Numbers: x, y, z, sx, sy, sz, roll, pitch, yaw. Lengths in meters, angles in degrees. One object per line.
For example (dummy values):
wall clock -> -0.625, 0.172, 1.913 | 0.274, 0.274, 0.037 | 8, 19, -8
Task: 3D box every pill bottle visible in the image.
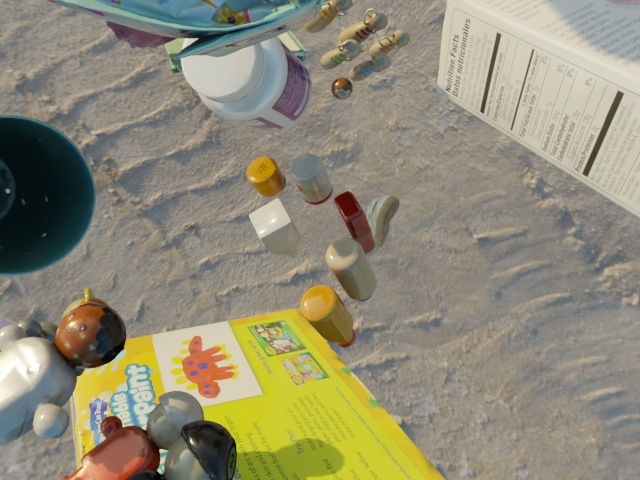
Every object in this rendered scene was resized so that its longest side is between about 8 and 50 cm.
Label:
pill bottle -> -0.126, -0.294, 0.929 | 0.170, 0.301, 0.169 | 1, 96, 11

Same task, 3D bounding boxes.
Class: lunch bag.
lunch bag -> -0.122, -0.259, 0.488 | 0.263, 0.223, 0.160 | 17, 109, -5

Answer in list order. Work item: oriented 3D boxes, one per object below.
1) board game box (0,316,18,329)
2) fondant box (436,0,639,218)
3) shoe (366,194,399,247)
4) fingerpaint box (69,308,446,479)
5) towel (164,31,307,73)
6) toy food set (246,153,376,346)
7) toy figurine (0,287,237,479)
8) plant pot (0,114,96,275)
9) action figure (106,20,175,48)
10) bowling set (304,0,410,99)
board game box -> -0.778, 0.223, 1.215 | 0.318, 0.319, 0.065 | 25, 64, -15
fondant box -> 0.290, -0.122, 0.383 | 0.238, 0.330, 0.096 | -29, 144, -19
shoe -> 0.110, -0.039, 1.027 | 0.058, 0.219, 0.076 | 29, 76, 10
fingerpaint box -> -0.106, 0.291, 0.667 | 0.372, 0.445, 0.163 | -7, 116, -29
towel -> -0.221, -0.488, 1.279 | 0.325, 0.247, 0.038 | -12, 135, -16
toy food set -> 0.000, 0.000, 0.593 | 0.111, 0.232, 0.104 | -30, 145, 0
toy figurine -> -0.189, 0.149, 0.442 | 0.148, 0.213, 0.209 | -37, 98, -20
plant pot -> -0.638, -0.095, 1.001 | 0.235, 0.293, 0.292 | 10, 111, 36
action figure -> -0.248, -0.497, 1.045 | 0.371, 0.248, 0.275 | -4, 109, 11
bowling set -> 0.102, -0.454, 1.265 | 0.287, 0.154, 0.199 | 4, 83, -36
